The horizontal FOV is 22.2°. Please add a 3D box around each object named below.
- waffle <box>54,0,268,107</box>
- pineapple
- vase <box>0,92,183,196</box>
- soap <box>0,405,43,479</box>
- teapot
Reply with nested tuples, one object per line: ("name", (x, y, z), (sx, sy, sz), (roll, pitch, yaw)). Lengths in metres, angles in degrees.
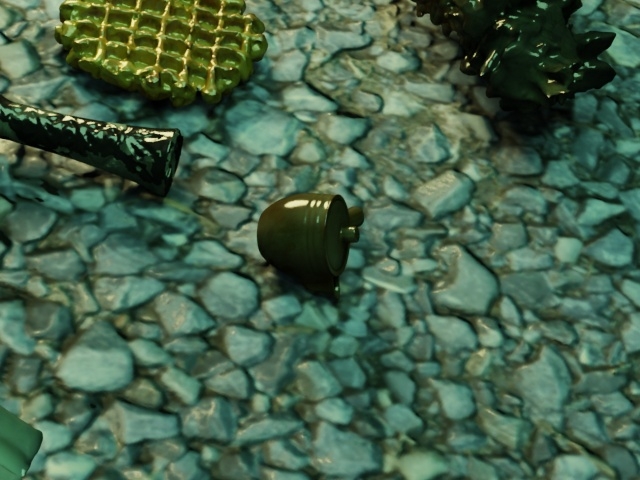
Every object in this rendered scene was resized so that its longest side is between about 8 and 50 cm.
("waffle", (-0.142, -0.186, 1.467), (0.191, 0.038, 0.191), (7, 46, -7))
("pineapple", (0.176, -0.236, 1.490), (0.223, 0.223, 0.357), (0, 55, -13))
("vase", (-0.200, -0.084, 1.341), (0.167, 0.059, 0.059), (14, 45, 1))
("soap", (-0.309, 0.121, 1.013), (0.261, 0.094, 0.150), (42, 47, -23))
("teapot", (0.000, 0.000, 1.322), (0.080, 0.085, 0.110), (1, 12, 19))
